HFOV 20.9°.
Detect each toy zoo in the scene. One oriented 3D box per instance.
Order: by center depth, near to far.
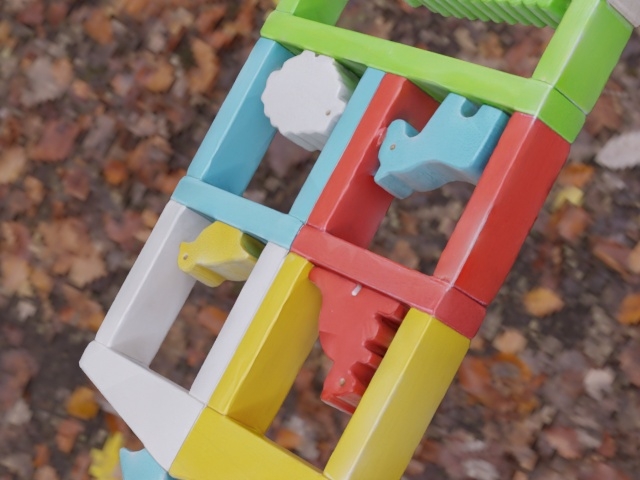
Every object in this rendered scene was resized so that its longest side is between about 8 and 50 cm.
[{"bbox_3d":[0.000,0.000,0.751,0.192,0.030,0.293,22,83,49],"label":"toy zoo"}]
